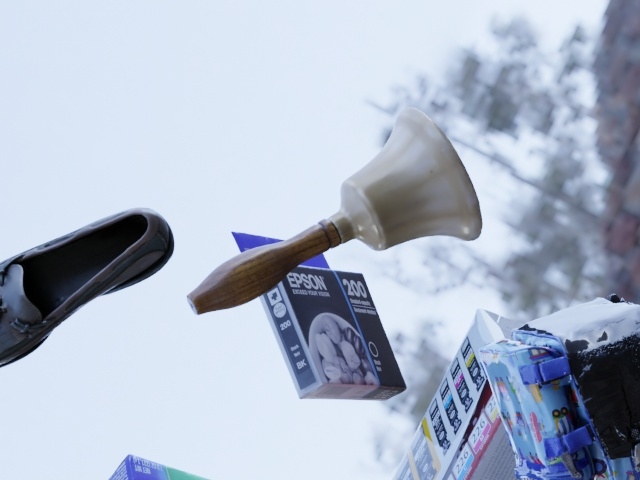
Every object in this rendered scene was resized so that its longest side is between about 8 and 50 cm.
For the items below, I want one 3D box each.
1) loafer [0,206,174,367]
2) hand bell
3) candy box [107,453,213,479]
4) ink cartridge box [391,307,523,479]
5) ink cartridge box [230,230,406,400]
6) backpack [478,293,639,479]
[{"bbox_3d":[-0.270,0.040,1.927,0.267,0.096,0.084,-31,-12,-5],"label":"loafer"},{"bbox_3d":[0.000,0.000,1.626,0.242,0.126,0.126,-29,-34,-15],"label":"hand bell"},{"bbox_3d":[-0.121,0.427,2.310,0.268,0.317,0.122,21,-59,-30],"label":"candy box"},{"bbox_3d":[0.157,0.244,1.996,0.272,0.130,0.309,-108,42,-70],"label":"ink cartridge box"},{"bbox_3d":[0.002,0.080,2.224,0.045,0.208,0.206,-31,-18,23],"label":"ink cartridge box"},{"bbox_3d":[0.188,0.132,1.280,0.117,0.173,0.158,-18,5,-8],"label":"backpack"}]
